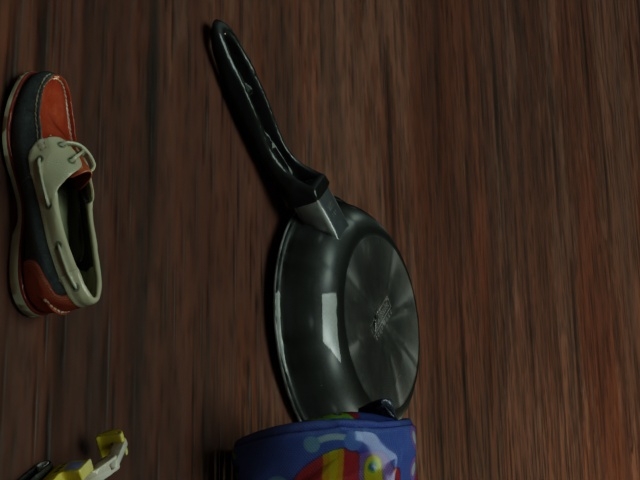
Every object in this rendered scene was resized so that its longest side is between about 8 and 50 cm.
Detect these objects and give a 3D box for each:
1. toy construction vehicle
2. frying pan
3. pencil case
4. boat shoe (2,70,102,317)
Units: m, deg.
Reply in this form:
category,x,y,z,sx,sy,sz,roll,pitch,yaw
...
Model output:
category,x,y,z,sx,sy,sz,roll,pitch,yaw
toy construction vehicle,-0.120,0.153,0.747,0.098,0.035,0.086,-38,114,-60
frying pan,0.013,-0.002,1.052,0.197,0.053,0.326,-17,99,-64
pencil case,0.015,0.252,0.885,0.119,0.133,0.306,-3,81,-21
boat shoe,-0.138,-0.028,0.767,0.049,0.043,0.137,22,60,-57
